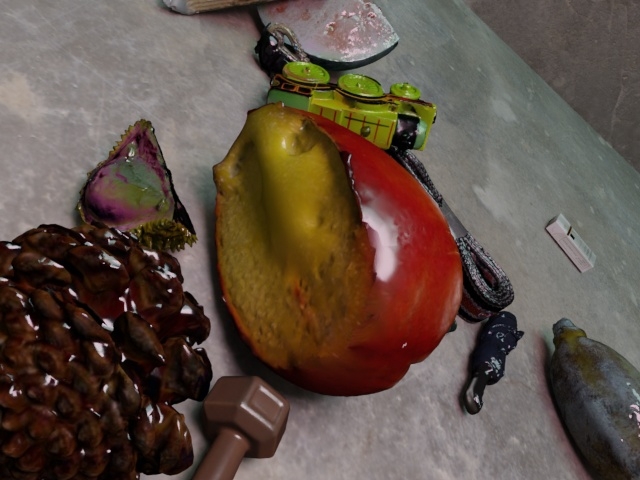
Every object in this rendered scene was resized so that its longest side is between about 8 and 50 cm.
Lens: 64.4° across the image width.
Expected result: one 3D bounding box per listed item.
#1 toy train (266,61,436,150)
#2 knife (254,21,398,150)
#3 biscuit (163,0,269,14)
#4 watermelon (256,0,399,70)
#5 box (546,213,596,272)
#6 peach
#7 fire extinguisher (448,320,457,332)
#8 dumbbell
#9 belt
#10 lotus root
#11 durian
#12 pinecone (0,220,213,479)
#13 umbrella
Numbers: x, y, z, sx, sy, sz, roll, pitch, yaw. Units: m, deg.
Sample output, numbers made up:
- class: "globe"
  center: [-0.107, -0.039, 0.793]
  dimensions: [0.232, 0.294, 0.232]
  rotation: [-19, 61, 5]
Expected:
- class: "toy train"
  center: [0.051, -0.217, 0.864]
  dimensions: [0.296, 0.100, 0.160]
  rotation: [11, 40, 0]
- class: "knife"
  center: [0.024, -0.261, 0.964]
  dimensions: [0.365, 0.089, 0.043]
  rotation: [40, 27, -14]
- class: "biscuit"
  center: [-0.150, -0.501, 0.928]
  dimensions: [0.309, 0.079, 0.186]
  rotation: [-15, 69, -15]
- class: "watermelon"
  center: [-0.007, -0.437, 1.049]
  dimensions: [0.322, 0.188, 0.175]
  rotation: [51, 1, 20]
- class: "box"
  center: [0.684, 0.005, 1.388]
  dimensions: [0.154, 0.040, 0.084]
  rotation: [53, 40, 4]
- class: "peach"
  center: [0.000, 0.000, 0.582]
  dimensions: [0.338, 0.281, 0.281]
  rotation: [50, 39, -5]
- class: "fire extinguisher"
  center: [0.187, 0.140, 0.832]
  dimensions: [0.083, 0.025, 0.038]
  rotation: [-1, 22, -43]
- class: "dumbbell"
  center: [-0.103, 0.226, 0.446]
  dimensions: [0.092, 0.082, 0.231]
  rotation: [40, 40, -8]
- class: "belt"
  center: [0.208, -0.014, 0.922]
  dimensions: [0.359, 0.094, 0.126]
  rotation: [53, 39, 5]
- class: "lotus root"
  center: [0.499, 0.278, 0.906]
  dimensions: [0.140, 0.158, 0.322]
  rotation: [10, 45, -37]
- class: "durian"
  center: [-0.212, -0.039, 0.574]
  dimensions: [0.108, 0.119, 0.186]
  rotation: [-21, 56, -10]
- class: "pinecone"
  center: [-0.183, 0.084, 0.396]
  dimensions: [0.221, 0.221, 0.221]
  rotation: [24, 45, -27]
- class: "umbrella"
  center: [0.286, 0.193, 0.845]
  dimensions: [0.071, 0.071, 0.248]
  rotation: [51, 37, 4]
